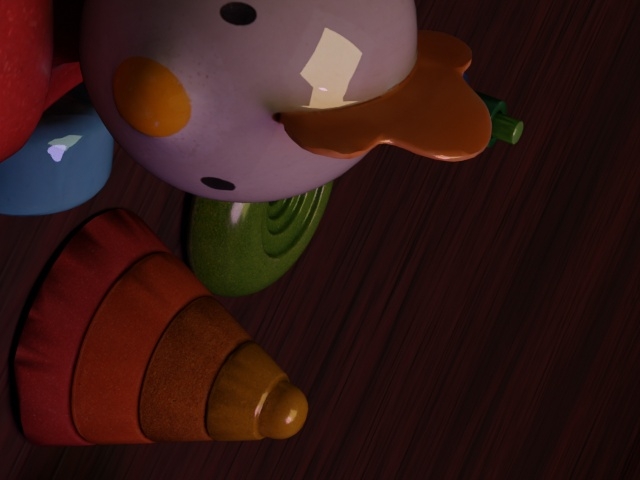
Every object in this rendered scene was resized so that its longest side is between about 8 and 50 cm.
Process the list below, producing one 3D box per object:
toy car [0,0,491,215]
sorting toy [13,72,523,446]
[{"bbox_3d":[-0.061,-0.069,0.638,0.210,0.238,0.219,-39,143,-51],"label":"toy car"},{"bbox_3d":[0.000,0.000,0.996,0.365,0.126,0.127,-44,147,-45],"label":"sorting toy"}]
